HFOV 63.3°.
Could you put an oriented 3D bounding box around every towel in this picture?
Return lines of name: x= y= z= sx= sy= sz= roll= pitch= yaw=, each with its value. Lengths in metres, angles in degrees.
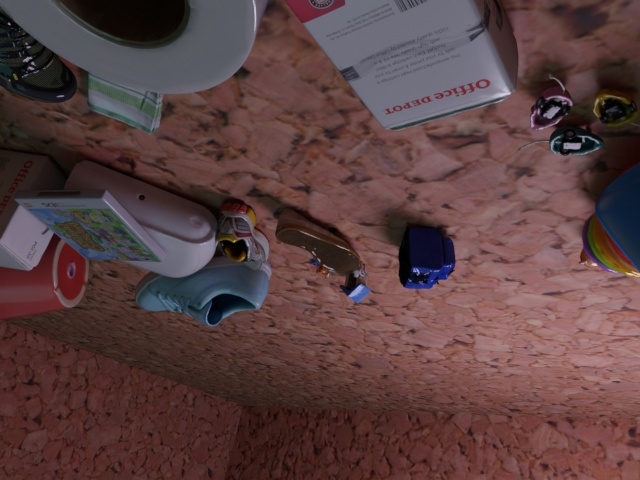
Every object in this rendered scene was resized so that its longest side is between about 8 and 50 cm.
towel: x=-0.289 y=-0.222 z=0.766 sx=0.113 sy=0.023 sz=0.152 roll=19 pitch=152 yaw=-15

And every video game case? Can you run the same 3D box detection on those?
video game case: x=-0.423 y=-0.023 z=0.972 sx=0.193 sy=0.023 sz=0.212 roll=1 pitch=148 yaw=18

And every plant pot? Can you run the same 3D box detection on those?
plant pot: x=-0.730 y=0.069 z=1.279 sx=0.243 sy=0.274 sz=0.275 roll=1 pitch=153 yaw=-2

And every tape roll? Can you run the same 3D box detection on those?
tape roll: x=-0.153 y=-0.274 z=0.447 sx=0.246 sy=0.169 sz=0.246 roll=10 pitch=152 yaw=5

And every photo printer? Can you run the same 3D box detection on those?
photo printer: x=-0.372 y=-0.024 z=1.089 sx=0.308 sy=0.107 sz=0.256 roll=22 pitch=151 yaw=-18

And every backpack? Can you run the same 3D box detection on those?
backpack: x=0.199 y=0.044 z=0.991 sx=0.101 sy=0.097 sz=0.120 roll=8 pitch=152 yaw=0

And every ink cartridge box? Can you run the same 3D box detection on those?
ink cartridge box: x=0.088 y=-0.225 z=0.524 sx=0.159 sy=0.092 sz=0.218 roll=-9 pitch=145 yaw=35
ink cartridge box: x=-0.670 y=-0.074 z=1.010 sx=0.283 sy=0.207 sz=0.117 roll=8 pitch=151 yaw=7

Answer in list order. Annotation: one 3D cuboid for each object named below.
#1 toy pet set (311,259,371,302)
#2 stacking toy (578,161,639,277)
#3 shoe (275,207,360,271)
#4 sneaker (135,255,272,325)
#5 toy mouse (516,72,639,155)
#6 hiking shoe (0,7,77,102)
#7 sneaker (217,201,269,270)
toy pet set: x=0.052 y=0.092 z=1.180 sx=0.122 sy=0.065 sz=0.114 roll=-10 pitch=146 yaw=37
stacking toy: x=0.454 y=-0.007 z=0.757 sx=0.175 sy=0.165 sz=0.302 roll=-33 pitch=167 yaw=-2
shoe: x=0.000 y=0.000 z=1.047 sx=0.077 sy=0.058 sz=0.219 roll=-35 pitch=134 yaw=30
sneaker: x=-0.297 y=0.134 z=1.241 sx=0.366 sy=0.150 sz=0.135 roll=-15 pitch=135 yaw=18
toy mouse: x=0.306 y=-0.150 z=0.643 sx=0.161 sy=0.031 sz=0.143 roll=26 pitch=150 yaw=-24
hiking shoe: x=-0.394 y=-0.264 z=0.658 sx=0.114 sy=0.086 sz=0.227 roll=-1 pitch=149 yaw=32
sneaker: x=-0.170 y=0.011 z=1.087 sx=0.088 sy=0.092 sz=0.225 roll=5 pitch=153 yaw=14
